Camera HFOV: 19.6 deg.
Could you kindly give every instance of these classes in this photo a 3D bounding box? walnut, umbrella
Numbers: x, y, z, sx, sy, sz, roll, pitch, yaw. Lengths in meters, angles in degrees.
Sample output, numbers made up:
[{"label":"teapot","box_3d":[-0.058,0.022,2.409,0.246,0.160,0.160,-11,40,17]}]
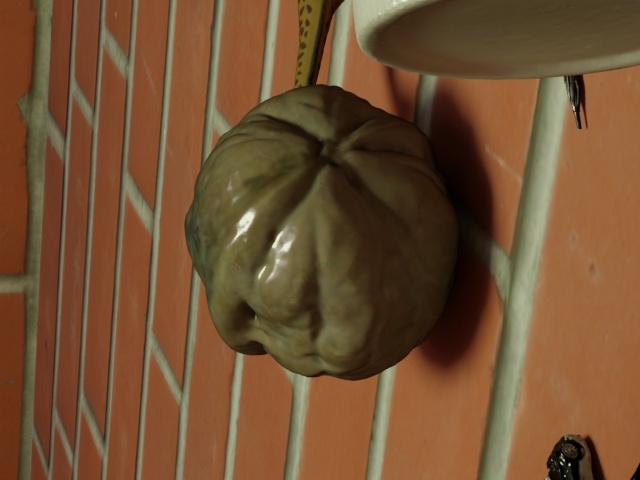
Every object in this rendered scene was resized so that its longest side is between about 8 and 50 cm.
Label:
[{"label":"walnut","box_3d":[0.000,0.000,1.346,0.224,0.224,0.224,179,90,-72]},{"label":"umbrella","box_3d":[0.150,-0.127,1.151,0.022,0.013,0.122,101,161,-69]}]

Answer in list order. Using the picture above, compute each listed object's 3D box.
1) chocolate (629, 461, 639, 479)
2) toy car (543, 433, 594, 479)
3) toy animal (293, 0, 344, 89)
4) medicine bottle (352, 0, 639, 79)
[{"label":"chocolate","box_3d":[0.208,0.112,0.822,0.133,0.156,0.156,94,174,-86]},{"label":"toy car","box_3d":[0.157,0.163,1.129,0.041,0.025,0.093,108,157,-50]},{"label":"toy animal","box_3d":[0.007,-0.210,1.460,0.149,0.054,0.275,-169,95,-78]},{"label":"medicine bottle","box_3d":[0.098,-0.277,0.884,0.211,0.211,0.371,148,120,-70]}]
